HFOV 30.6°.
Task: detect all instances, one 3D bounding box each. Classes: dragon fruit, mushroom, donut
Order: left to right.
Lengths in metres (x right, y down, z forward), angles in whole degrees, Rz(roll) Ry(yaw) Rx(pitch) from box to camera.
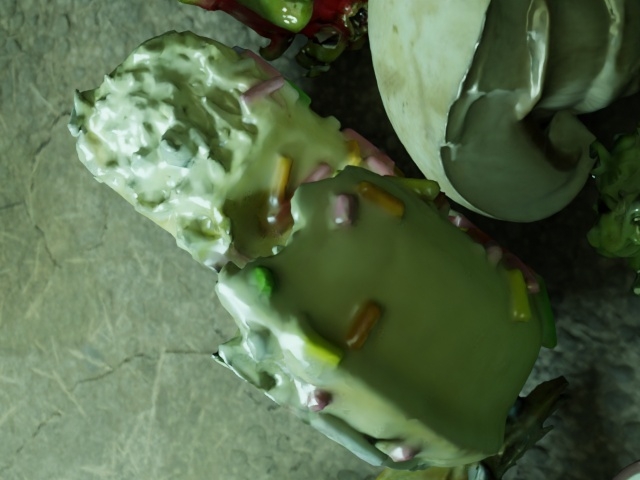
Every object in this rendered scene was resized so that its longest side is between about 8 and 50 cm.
[{"bbox_3d":[-0.033,-0.213,0.865,0.172,0.160,0.166,42,88,18],"label":"dragon fruit"},{"bbox_3d":[0.008,0.007,0.775,0.150,0.307,0.371,-51,37,4],"label":"donut"},{"bbox_3d":[0.130,-0.158,0.783,0.189,0.195,0.254,51,142,43],"label":"mushroom"}]

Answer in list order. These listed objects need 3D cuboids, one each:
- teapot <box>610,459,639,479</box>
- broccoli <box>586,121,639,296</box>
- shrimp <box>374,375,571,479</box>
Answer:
[{"bbox_3d":[0.260,0.285,0.746,0.312,0.233,0.315,-44,47,30],"label":"teapot"},{"bbox_3d":[0.335,-0.031,0.662,0.334,0.324,0.272,48,157,16],"label":"broccoli"},{"bbox_3d":[0.094,0.230,0.812,0.168,0.077,0.317,40,78,5],"label":"shrimp"}]
